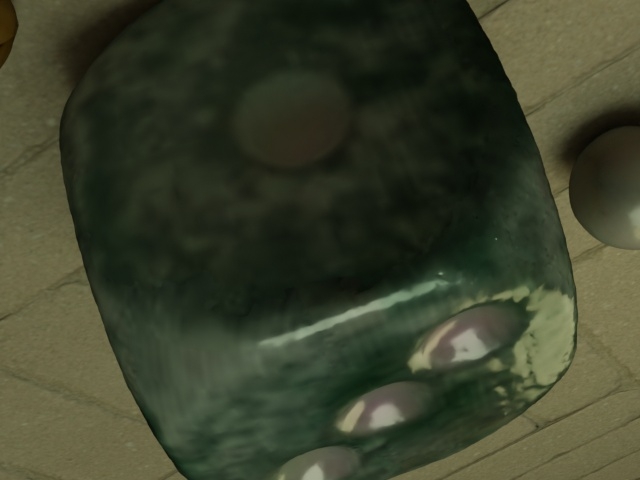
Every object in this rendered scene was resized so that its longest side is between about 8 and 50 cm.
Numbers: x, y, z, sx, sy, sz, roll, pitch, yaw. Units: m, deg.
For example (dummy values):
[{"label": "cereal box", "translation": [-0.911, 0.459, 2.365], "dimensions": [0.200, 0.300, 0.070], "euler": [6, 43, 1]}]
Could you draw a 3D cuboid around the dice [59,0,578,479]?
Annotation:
[{"label": "dice", "translation": [0.000, 0.000, 0.933], "dimensions": [0.327, 0.331, 0.348], "euler": [-19, 149, 0]}]

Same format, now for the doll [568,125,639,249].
[{"label": "doll", "translation": [0.379, -0.054, 1.193], "dimensions": [0.221, 0.221, 0.251], "euler": [1, 176, -29]}]

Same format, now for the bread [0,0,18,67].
[{"label": "bread", "translation": [-0.307, -0.138, 0.804], "dimensions": [0.189, 0.077, 0.114], "euler": [-10, 151, -19]}]
